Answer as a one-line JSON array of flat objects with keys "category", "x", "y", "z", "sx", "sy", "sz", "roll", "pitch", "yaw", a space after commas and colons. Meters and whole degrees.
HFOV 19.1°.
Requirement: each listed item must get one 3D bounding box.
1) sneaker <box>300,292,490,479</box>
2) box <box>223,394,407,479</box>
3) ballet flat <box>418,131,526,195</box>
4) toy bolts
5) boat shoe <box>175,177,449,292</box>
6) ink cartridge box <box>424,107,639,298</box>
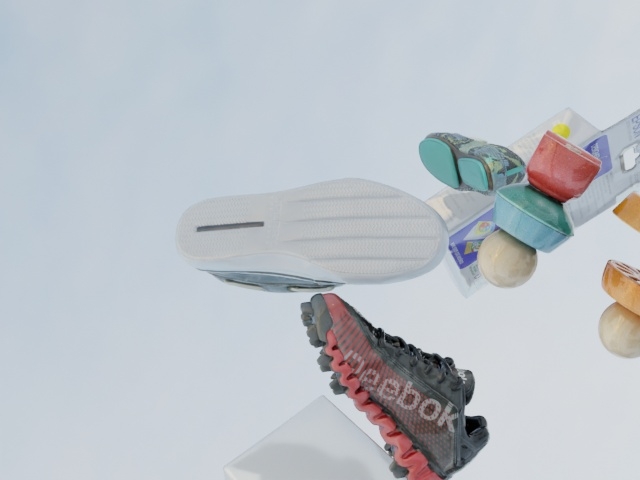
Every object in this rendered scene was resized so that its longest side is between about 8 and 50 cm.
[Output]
[{"category": "sneaker", "x": 0.088, "y": 0.150, "z": 2.069, "sx": 0.135, "sy": 0.097, "sz": 0.276, "roll": -34, "pitch": -71, "yaw": 7}, {"category": "box", "x": 0.021, "y": 0.401, "z": 2.422, "sx": 0.168, "sy": 0.215, "sz": 0.345, "roll": -35, "pitch": -34, "yaw": -22}, {"category": "ballet flat", "x": 0.176, "y": -0.088, "z": 2.157, "sx": 0.070, "sy": 0.188, "sz": 0.070, "roll": -6, "pitch": -74, "yaw": -21}, {"category": "toy bolts", "x": 0.260, "y": 0.015, "z": 1.827, "sx": 0.158, "sy": 0.228, "sz": 0.218, "roll": -60, "pitch": -10, "yaw": 10}, {"category": "boat shoe", "x": 0.000, "y": 0.000, "z": 2.200, "sx": 0.119, "sy": 0.335, "sz": 0.121, "roll": 40, "pitch": -123, "yaw": -59}, {"category": "ink cartridge box", "x": 0.280, "y": -0.062, "z": 2.413, "sx": 0.307, "sy": 0.072, "sz": 0.303, "roll": -34, "pitch": -20, "yaw": 0}]
